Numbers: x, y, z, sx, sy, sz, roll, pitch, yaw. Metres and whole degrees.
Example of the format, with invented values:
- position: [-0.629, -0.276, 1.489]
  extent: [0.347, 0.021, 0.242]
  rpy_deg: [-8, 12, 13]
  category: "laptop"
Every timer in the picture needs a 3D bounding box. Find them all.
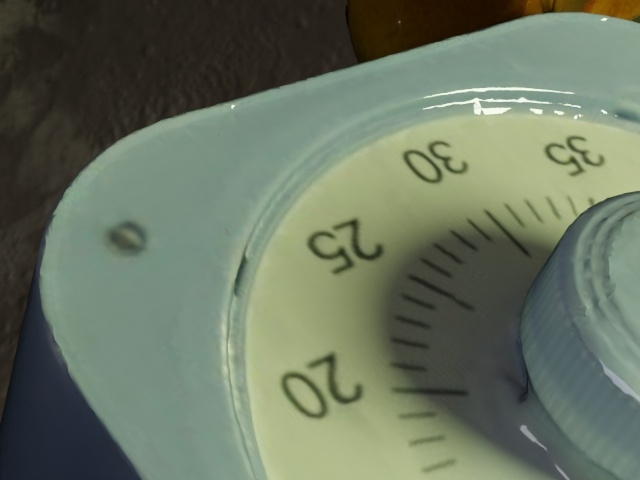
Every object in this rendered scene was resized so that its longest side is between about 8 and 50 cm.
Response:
- position: [0.113, 0.083, 0.441]
  extent: [0.395, 0.173, 0.395]
  rpy_deg: [12, 44, -12]
  category: "timer"

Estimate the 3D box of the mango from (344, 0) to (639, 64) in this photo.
- position: [0.107, -0.166, 0.645]
  extent: [0.236, 0.136, 0.166]
  rpy_deg: [-47, 51, 5]
  category: "mango"
